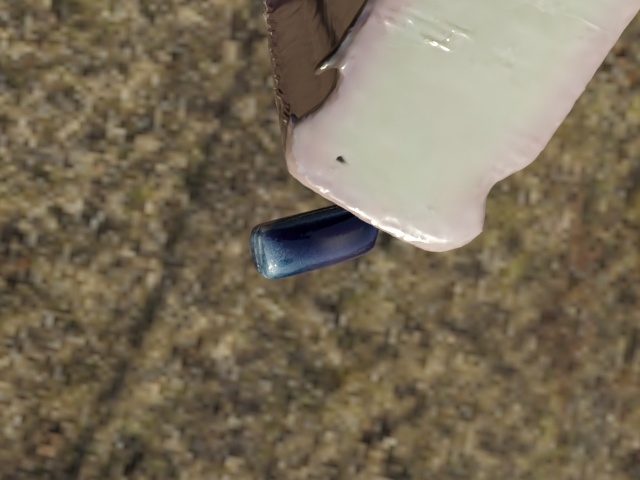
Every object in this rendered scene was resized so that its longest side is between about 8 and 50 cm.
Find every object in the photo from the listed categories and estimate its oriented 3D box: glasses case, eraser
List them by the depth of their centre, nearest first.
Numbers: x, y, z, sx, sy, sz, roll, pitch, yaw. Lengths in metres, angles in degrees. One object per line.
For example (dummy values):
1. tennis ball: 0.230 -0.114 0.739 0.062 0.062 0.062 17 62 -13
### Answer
1. eraser: 0.081 -0.169 1.044 0.122 0.359 0.272 33 102 -13
2. glasses case: 0.000 0.000 1.073 0.083 0.023 0.033 -14 111 -28
